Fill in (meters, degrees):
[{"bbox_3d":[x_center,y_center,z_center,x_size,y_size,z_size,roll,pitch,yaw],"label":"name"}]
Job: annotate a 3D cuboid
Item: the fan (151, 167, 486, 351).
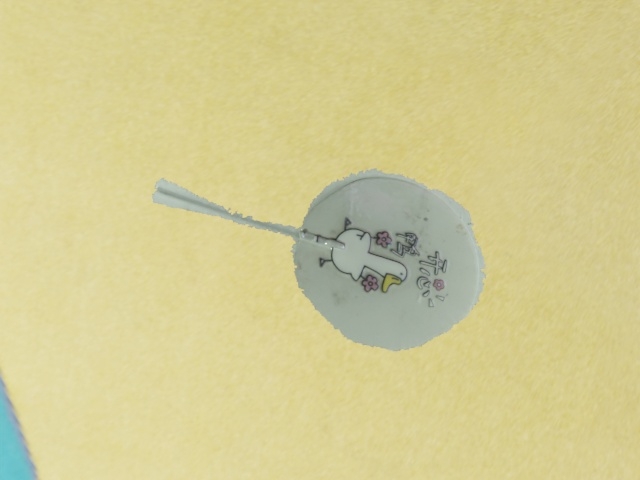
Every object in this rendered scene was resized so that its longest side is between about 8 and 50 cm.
[{"bbox_3d":[0.000,0.000,1.395,0.415,0.233,0.012,14,154,-5],"label":"fan"}]
